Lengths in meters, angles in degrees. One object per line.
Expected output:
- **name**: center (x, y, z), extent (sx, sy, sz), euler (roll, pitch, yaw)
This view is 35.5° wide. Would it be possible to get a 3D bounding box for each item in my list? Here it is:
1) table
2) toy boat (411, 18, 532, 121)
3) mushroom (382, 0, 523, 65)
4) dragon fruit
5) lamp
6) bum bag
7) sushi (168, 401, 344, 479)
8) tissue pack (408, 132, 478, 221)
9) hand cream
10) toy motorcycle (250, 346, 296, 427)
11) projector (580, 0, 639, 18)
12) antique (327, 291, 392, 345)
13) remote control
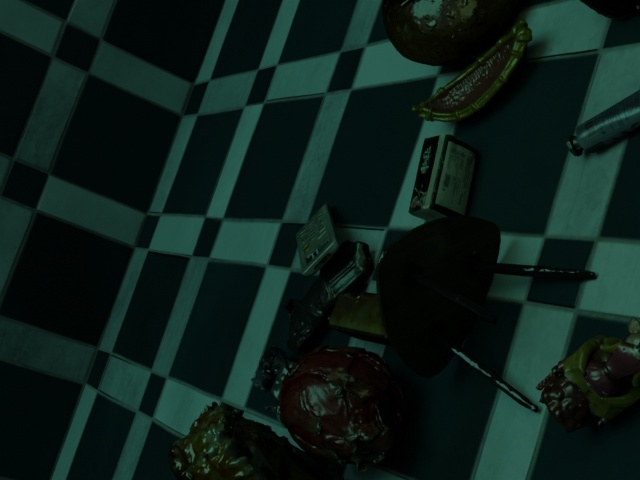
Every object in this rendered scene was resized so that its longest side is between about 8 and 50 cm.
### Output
- **table**: center (0.289, 0.139, 1.727), extent (0.249, 0.317, 0.317), euler (23, 90, 46)
- **toy boat**: center (0.332, -0.336, 2.081), extent (0.318, 0.099, 0.141), euler (-37, 41, 37)
- **mushroom**: center (0.287, -0.539, 2.172), extent (0.345, 0.239, 0.345), euler (-10, 78, 55)
- **dragon fruit**: center (0.046, 0.318, 1.942), extent (0.299, 0.244, 0.244), euler (34, 99, 57)
- **lamp**: center (0.446, 0.190, 1.515), extent (0.253, 0.118, 0.118), euler (-49, 34, 30)
- **bum bag**: center (0.005, 0.120, 2.309), extent (0.326, 0.079, 0.142), euler (-51, 36, 21)
- **sushi**: center (-0.101, 0.475, 1.932), extent (0.176, 0.417, 0.417), euler (-50, 32, 7)
- **tissue pack**: center (0.254, -0.122, 2.049), extent (0.090, 0.103, 0.170), euler (-11, 60, 60)
- **hand cream**: center (0.533, -0.220, 1.715), extent (0.256, 0.055, 0.088), euler (-34, 35, 40)
- **toy motorcycle**: center (-0.077, 0.336, 2.271), extent (0.270, 0.106, 0.159), euler (12, 74, 56)
- **projector**: center (0.595, -0.644, 1.718), extent (0.395, 0.242, 0.405), euler (-13, 60, 54)
- **antique**: center (0.136, 0.164, 2.058), extent (0.310, 0.087, 0.093), euler (2, 70, 59)
- **remote control**: center (0.000, 0.000, 2.353), extent (0.109, 0.055, 0.313), euler (-45, 16, 11)
